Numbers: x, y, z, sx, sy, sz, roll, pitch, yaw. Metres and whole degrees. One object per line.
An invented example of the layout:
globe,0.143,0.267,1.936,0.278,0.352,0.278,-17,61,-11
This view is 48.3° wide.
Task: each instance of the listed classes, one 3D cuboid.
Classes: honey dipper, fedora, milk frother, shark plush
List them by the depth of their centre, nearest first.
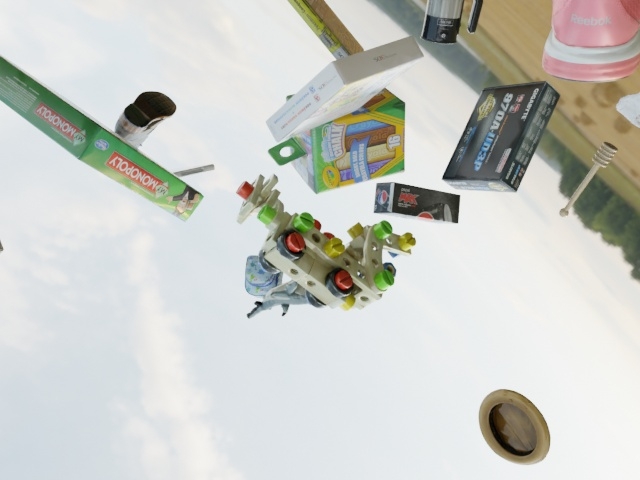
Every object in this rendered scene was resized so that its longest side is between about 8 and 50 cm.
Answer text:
honey dipper,0.487,-0.106,1.306,0.030,0.161,0.030,17,-147,-11
shark plush,-0.085,0.133,1.536,0.067,0.161,0.073,65,174,-4
milk frother,0.284,-0.529,1.618,0.129,0.135,0.143,-5,-150,-21
fedora,0.481,0.446,1.735,0.079,0.194,0.194,-15,-123,-48

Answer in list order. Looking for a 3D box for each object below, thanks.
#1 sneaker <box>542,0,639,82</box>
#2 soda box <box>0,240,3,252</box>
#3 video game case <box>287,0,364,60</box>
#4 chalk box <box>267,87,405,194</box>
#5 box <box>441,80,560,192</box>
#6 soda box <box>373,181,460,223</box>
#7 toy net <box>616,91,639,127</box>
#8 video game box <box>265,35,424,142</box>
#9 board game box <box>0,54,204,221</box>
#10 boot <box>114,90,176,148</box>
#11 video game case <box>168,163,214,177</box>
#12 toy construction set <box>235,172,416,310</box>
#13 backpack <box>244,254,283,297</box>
sneaker,0.309,-0.297,0.743,0.116,0.136,0.314,8,-133,20
soda box,-0.702,-0.064,1.353,0.091,0.098,0.286,27,-155,-56
video game case,0.015,-0.524,1.728,0.248,0.035,0.275,47,-160,-17
chalk box,0.026,-0.234,1.613,0.289,0.179,0.180,-15,-144,-17
box,0.351,-0.201,1.403,0.051,0.220,0.175,31,171,-29
soda box,0.179,-0.067,1.308,0.169,0.060,0.053,7,177,-34
toy net,0.664,-0.217,1.312,0.232,0.045,0.122,26,143,40
video game box,0.038,-0.239,1.129,0.205,0.187,0.048,-30,-88,-42
board game box,-0.317,-0.148,0.909,0.317,0.046,0.213,34,177,28
boot,-0.407,-0.266,1.603,0.082,0.106,0.219,46,-152,-5
video game case,-0.453,-0.200,2.158,0.183,0.201,0.023,-21,-74,-48
toy construction set,0.000,0.000,1.202,0.327,0.151,0.215,28,-132,-7
backpack,-0.156,0.097,1.922,0.084,0.105,0.114,39,-128,-70
